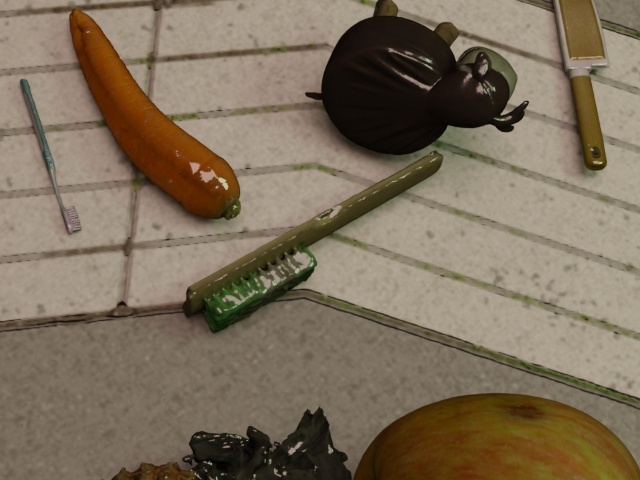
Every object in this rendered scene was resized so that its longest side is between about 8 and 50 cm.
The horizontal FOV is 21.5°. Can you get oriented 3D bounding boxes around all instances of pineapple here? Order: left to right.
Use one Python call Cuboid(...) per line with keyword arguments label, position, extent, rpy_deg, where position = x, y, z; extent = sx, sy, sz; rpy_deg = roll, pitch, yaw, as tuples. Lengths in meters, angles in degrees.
Cuboid(label="pineapple", position=(-0.081, 0.218, 1.423), extent=(0.237, 0.119, 0.111), rpy_deg=(-23, 26, -21))

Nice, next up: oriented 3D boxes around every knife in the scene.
Cuboid(label="knife", position=(0.265, -0.179, 1.691), extent=(0.046, 0.022, 0.256), rpy_deg=(-4, 62, -2))

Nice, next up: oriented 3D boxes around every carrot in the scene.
Cuboid(label="carrot", position=(-0.170, -0.115, 1.586), extent=(0.271, 0.062, 0.066), rpy_deg=(45, 101, 17))

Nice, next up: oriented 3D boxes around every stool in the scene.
Cuboid(label="stool", position=(0.096, -0.154, 1.585), extent=(0.217, 0.125, 0.121), rpy_deg=(2, 38, 25))

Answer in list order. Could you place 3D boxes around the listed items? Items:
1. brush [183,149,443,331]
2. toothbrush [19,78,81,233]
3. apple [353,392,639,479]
Cuboid(label="brush", position=(0.000, 0.000, 1.557), extent=(0.282, 0.054, 0.048), rpy_deg=(-31, 83, -20))
Cuboid(label="toothbrush", position=(-0.253, -0.080, 1.581), extent=(0.014, 0.011, 0.167), rpy_deg=(-14, 68, -19))
Cuboid(label="apple", position=(0.134, 0.247, 1.357), extent=(0.264, 0.264, 0.264), rpy_deg=(3, 65, -6))
